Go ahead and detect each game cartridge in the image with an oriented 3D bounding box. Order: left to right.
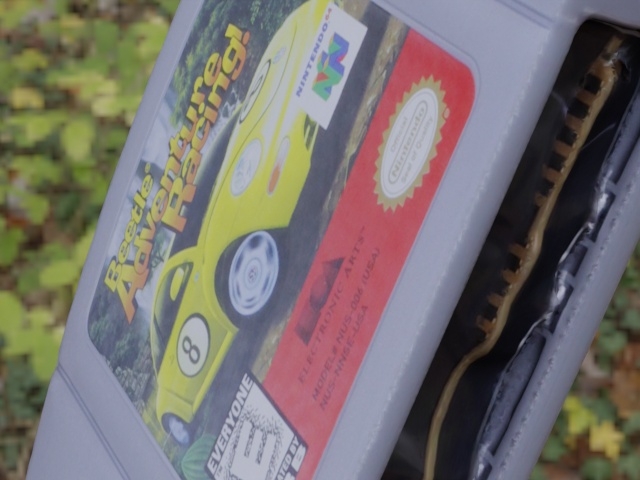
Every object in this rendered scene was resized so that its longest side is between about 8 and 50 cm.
[{"bbox_3d":[0.000,0.000,0.493,0.060,0.294,0.196,16,15,-26],"label":"game cartridge"}]
